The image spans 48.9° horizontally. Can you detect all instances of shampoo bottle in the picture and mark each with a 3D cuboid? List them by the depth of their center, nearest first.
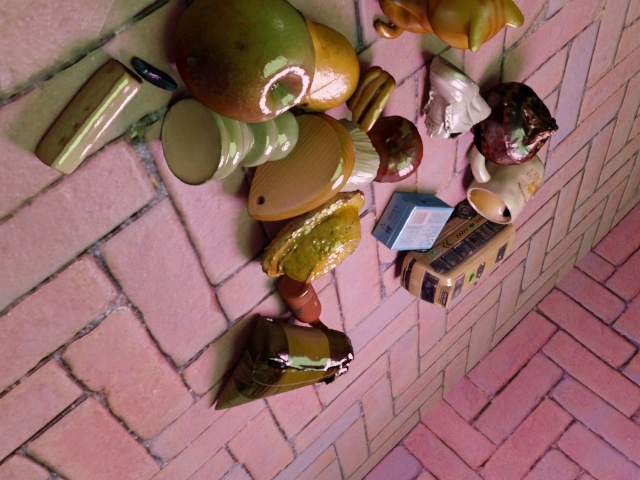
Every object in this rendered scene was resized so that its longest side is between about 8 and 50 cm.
[{"bbox_3d":[-0.040,0.162,1.796,0.085,0.085,0.244,-44,149,-11],"label":"shampoo bottle"}]

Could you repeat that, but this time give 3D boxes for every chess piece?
[{"bbox_3d":[-0.140,-0.184,1.245,0.251,0.144,0.144,-19,138,-52],"label":"chess piece"}]

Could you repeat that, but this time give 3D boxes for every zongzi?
[{"bbox_3d":[-0.094,0.351,1.839,0.289,0.154,0.317,14,128,-28],"label":"zongzi"}]

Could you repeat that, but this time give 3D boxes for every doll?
[{"bbox_3d":[0.229,-0.454,1.327,0.167,0.270,0.162,-40,132,-14],"label":"doll"}]

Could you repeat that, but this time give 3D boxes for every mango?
[{"bbox_3d":[-0.021,-0.320,1.267,0.157,0.109,0.262,-42,151,9],"label":"mango"}]

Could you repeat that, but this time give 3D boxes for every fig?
[{"bbox_3d":[0.144,-0.208,1.626,0.143,0.231,0.160,40,88,-17],"label":"fig"}]

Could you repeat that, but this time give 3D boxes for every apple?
[{"bbox_3d":[-0.116,-0.291,1.084,0.207,0.188,0.174,-49,152,-2],"label":"apple"}]

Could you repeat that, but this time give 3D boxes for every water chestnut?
[{"bbox_3d":[0.529,-0.316,1.897,0.224,0.238,0.223,-2,92,-39],"label":"water chestnut"}]

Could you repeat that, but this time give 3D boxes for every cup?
[{"bbox_3d":[0.533,-0.204,2.123,0.202,0.255,0.173,-52,-169,-17],"label":"cup"}]

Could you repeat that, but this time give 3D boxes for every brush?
[{"bbox_3d":[-0.026,-0.135,1.422,0.267,0.174,0.166,-42,162,19],"label":"brush"}]

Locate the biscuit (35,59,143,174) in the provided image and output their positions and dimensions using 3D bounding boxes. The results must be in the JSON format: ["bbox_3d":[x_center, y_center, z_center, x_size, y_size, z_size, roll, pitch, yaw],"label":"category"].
[{"bbox_3d":[-0.340,-0.180,1.039,0.188,0.056,0.052,-50,151,2],"label":"biscuit"}]

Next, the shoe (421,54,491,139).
[{"bbox_3d":[0.302,-0.322,1.697,0.159,0.124,0.316,-50,151,12],"label":"shoe"}]

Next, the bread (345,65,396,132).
[{"bbox_3d":[0.100,-0.288,1.412,0.116,0.077,0.200,-53,-174,16],"label":"bread"}]

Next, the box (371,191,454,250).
[{"bbox_3d":[0.261,-0.053,1.969,0.232,0.083,0.142,-3,125,-54],"label":"box"}]

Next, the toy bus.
[{"bbox_3d":[0.423,0.043,2.178,0.365,0.202,0.177,-34,147,-26],"label":"toy bus"}]

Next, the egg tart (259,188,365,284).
[{"bbox_3d":[0.000,0.000,1.568,0.288,0.118,0.288,-36,165,-11],"label":"egg tart"}]

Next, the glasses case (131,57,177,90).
[{"bbox_3d":[-0.258,-0.253,1.091,0.023,0.033,0.083,-46,151,14],"label":"glasses case"}]
